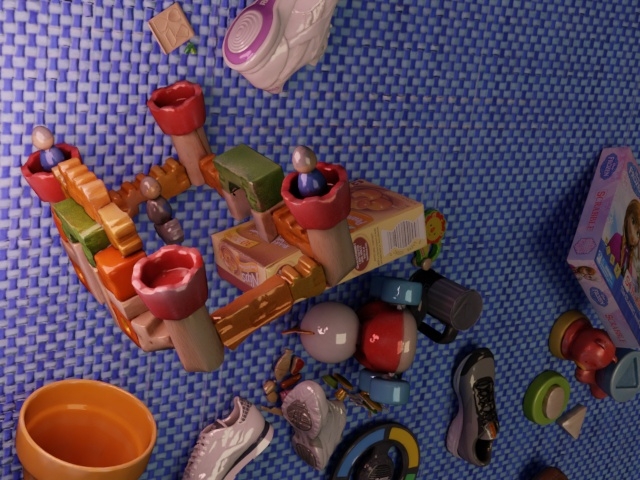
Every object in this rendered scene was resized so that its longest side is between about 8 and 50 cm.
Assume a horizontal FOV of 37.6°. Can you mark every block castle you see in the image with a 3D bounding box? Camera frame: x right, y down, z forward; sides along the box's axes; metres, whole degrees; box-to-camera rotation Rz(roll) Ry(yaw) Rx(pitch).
[{"bbox_3d":[-0.191,-0.055,1.260,0.303,0.453,0.212,-32,130,-21],"label":"block castle"}]

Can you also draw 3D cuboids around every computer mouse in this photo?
[{"bbox_3d":[0.173,0.190,1.822,0.041,0.071,0.242,6,123,-6],"label":"computer mouse"}]

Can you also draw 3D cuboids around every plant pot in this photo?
[{"bbox_3d":[-0.374,0.351,1.451,0.205,0.205,0.188,0,122,-35],"label":"plant pot"}]

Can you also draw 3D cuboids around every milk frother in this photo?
[{"bbox_3d":[0.263,0.130,1.844,0.143,0.135,0.129,-9,113,-33],"label":"milk frother"}]

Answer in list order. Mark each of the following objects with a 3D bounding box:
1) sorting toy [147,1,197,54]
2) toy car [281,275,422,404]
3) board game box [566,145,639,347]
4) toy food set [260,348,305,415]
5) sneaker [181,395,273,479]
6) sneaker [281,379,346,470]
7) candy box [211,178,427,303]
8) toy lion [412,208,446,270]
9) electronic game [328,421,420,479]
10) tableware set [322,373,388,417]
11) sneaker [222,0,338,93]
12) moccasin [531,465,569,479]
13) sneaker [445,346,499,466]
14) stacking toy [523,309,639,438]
[{"bbox_3d":[-0.219,-0.308,1.417,0.062,0.012,0.083,-42,123,-22],"label":"sorting toy"},{"bbox_3d":[0.045,0.167,1.707,0.238,0.210,0.219,7,90,-8],"label":"toy car"},{"bbox_3d":[0.660,0.017,2.052,0.318,0.066,0.318,51,52,-37],"label":"board game box"},{"bbox_3d":[-0.067,0.260,1.733,0.078,0.019,0.122,27,90,-39],"label":"toy food set"},{"bbox_3d":[-0.193,0.384,1.661,0.235,0.090,0.095,-47,114,-16],"label":"sneaker"},{"bbox_3d":[-0.003,0.324,1.759,0.115,0.090,0.232,-43,148,-32],"label":"sneaker"},{"bbox_3d":[0.000,0.000,1.578,0.316,0.183,0.087,-21,118,-28],"label":"candy box"},{"bbox_3d":[0.211,-0.007,1.826,0.096,0.034,0.100,-38,125,-27],"label":"toy lion"},{"bbox_3d":[0.112,0.478,1.923,0.229,0.048,0.229,-13,115,-31],"label":"electronic game"},{"bbox_3d":[0.063,0.296,1.794,0.024,0.104,0.154,-52,150,8],"label":"tableware set"},{"bbox_3d":[-0.029,-0.371,1.486,0.305,0.114,0.152,-53,142,-2],"label":"sneaker"},{"bbox_3d":[0.589,0.700,2.280,0.139,0.147,0.380,-28,121,-24],"label":"moccasin"},{"bbox_3d":[0.342,0.355,2.004,0.100,0.108,0.271,-9,110,-31],"label":"sneaker"},{"bbox_3d":[0.632,0.340,2.187,0.309,0.130,0.279,30,89,-38],"label":"stacking toy"}]
